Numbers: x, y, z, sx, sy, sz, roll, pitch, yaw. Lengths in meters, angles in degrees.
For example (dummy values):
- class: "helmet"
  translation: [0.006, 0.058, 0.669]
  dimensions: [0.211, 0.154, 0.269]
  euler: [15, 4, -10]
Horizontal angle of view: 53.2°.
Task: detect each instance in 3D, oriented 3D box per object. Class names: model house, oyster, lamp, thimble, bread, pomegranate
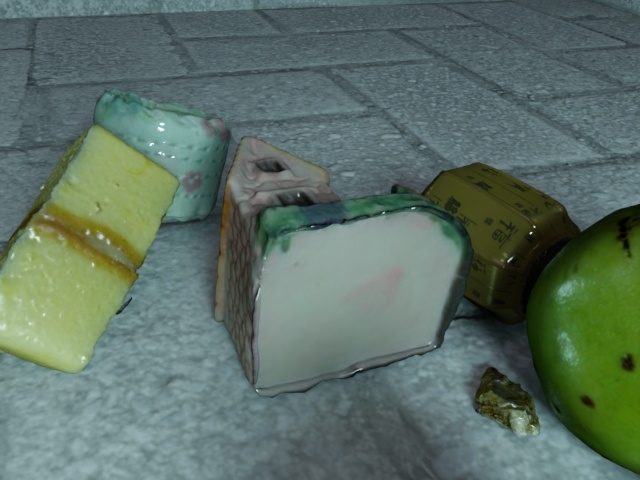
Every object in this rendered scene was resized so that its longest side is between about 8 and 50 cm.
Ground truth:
- class: "model house"
  translation: [0.000, 0.000, 0.695]
  dimensions: [0.236, 0.202, 0.237]
  euler: [-11, 35, -22]
- class: "oyster"
  translation: [0.178, 0.153, 0.624]
  dimensions: [0.051, 0.034, 0.093]
  euler: [-5, 27, -27]
- class: "lamp"
  translation: [0.204, 0.000, 0.761]
  dimensions: [0.161, 0.161, 0.185]
  euler: [-19, 39, -31]
- class: "thimble"
  translation: [-0.231, -0.122, 0.891]
  dimensions: [0.185, 0.149, 0.211]
  euler: [2, 19, -39]
- class: "bread"
  translation: [-0.278, 0.002, 0.694]
  dimensions: [0.178, 0.142, 0.266]
  euler: [17, 64, 2]
- class: "pomegranate"
  translation: [0.314, 0.100, 0.531]
  dimensions: [0.260, 0.260, 0.341]
  euler: [1, 34, -2]
